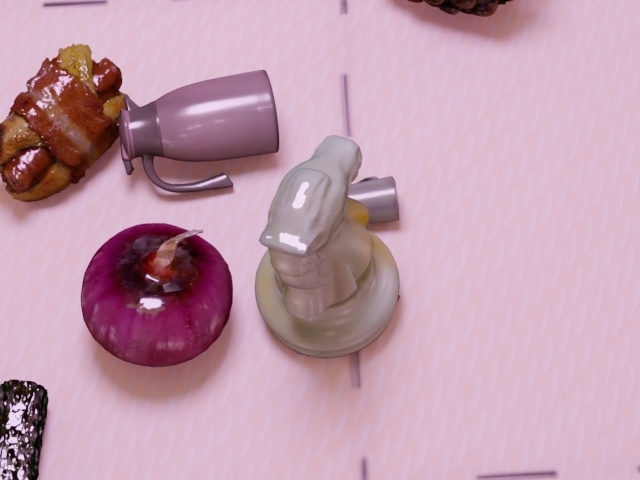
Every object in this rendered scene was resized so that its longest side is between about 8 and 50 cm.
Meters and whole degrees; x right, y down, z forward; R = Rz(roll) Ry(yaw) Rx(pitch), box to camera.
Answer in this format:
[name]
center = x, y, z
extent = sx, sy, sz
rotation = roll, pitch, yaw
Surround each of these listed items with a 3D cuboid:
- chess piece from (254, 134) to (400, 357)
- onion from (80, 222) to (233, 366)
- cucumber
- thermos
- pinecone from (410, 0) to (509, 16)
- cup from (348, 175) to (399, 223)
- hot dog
[chess piece]
center = 0.000, 0.000, 1.621
extent = 0.176, 0.298, 0.175
rotation = -2, 62, 4
[onion]
center = -0.188, 0.061, 1.681
extent = 0.177, 0.153, 0.177
rotation = -4, 69, 11
[cucumber]
center = -0.342, 0.296, 1.604
extent = 0.068, 0.067, 0.293
rotation = -1, 61, 3
[thermos]
center = -0.151, -0.128, 1.809
extent = 0.193, 0.105, 0.137
rotation = -10, 99, -10
[pinecone]
center = 0.187, -0.406, 1.891
extent = 0.224, 0.224, 0.272
rotation = 21, 40, 14
[cup]
center = 0.051, -0.054, 1.786
extent = 0.083, 0.054, 0.075
rotation = -9, 62, 1
[hot dog]
center = -0.318, -0.141, 1.806
extent = 0.103, 0.146, 0.213
rotation = 13, 63, 40
